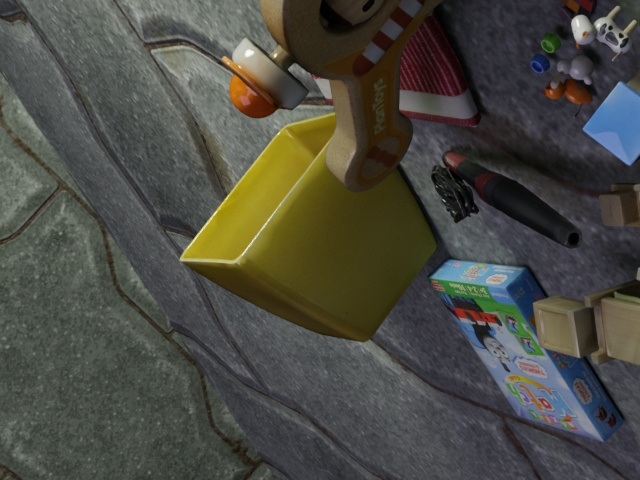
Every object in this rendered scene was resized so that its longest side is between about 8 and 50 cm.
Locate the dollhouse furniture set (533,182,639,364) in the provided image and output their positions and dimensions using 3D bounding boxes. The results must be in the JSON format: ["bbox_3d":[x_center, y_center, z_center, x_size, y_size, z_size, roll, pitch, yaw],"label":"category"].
[{"bbox_3d":[0.261,0.013,0.940,0.182,0.101,0.161,12,115,63],"label":"dollhouse furniture set"}]

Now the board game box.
[{"bbox_3d":[0.220,0.117,1.272,0.211,0.039,0.160,54,161,-17],"label":"board game box"}]

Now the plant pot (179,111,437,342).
[{"bbox_3d":[0.000,0.000,1.322,0.187,0.212,0.212,42,165,-18],"label":"plant pot"}]

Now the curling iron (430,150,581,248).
[{"bbox_3d":[0.164,-0.033,1.036,0.068,0.035,0.274,66,169,-17],"label":"curling iron"}]

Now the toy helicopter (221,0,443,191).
[{"bbox_3d":[0.022,-0.140,0.907,0.140,0.235,0.355,41,160,24],"label":"toy helicopter"}]

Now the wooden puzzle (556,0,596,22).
[{"bbox_3d":[0.175,-0.185,0.824,0.049,0.006,0.083,42,161,23],"label":"wooden puzzle"}]

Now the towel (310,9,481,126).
[{"bbox_3d":[0.007,-0.250,1.053,0.237,0.037,0.329,19,147,54],"label":"towel"}]

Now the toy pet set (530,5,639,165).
[{"bbox_3d":[0.192,-0.105,0.835,0.114,0.065,0.122,41,161,11],"label":"toy pet set"}]
